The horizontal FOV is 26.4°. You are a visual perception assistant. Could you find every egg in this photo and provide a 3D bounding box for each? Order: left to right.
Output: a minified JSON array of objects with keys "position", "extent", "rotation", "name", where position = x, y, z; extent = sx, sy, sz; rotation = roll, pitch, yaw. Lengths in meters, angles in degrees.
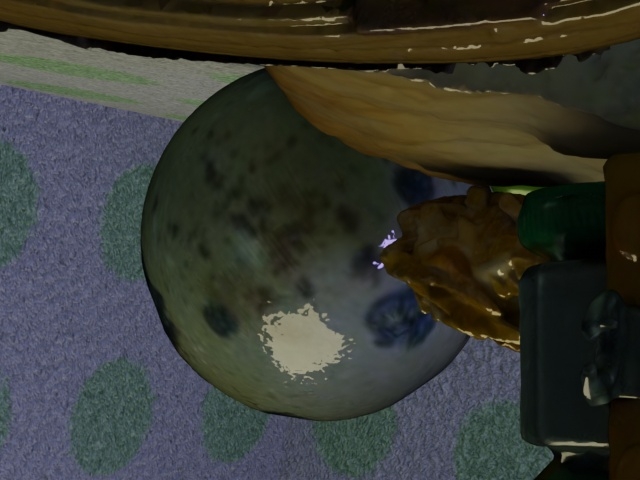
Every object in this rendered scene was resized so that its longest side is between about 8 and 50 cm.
[{"position":[0.000,0.000,1.300],"extent":[0.345,0.345,0.428],"rotation":[9,173,-2],"name":"egg"}]

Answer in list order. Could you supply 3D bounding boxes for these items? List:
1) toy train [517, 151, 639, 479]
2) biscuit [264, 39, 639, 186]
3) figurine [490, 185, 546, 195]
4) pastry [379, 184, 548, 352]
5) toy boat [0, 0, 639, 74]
[{"position":[0.244,0.059,0.680],"extent":[0.249,0.178,0.429],"rotation":[-4,172,30],"name":"toy train"},{"position":[0.176,-0.081,0.788],"extent":[0.429,0.104,0.446],"rotation":[10,179,3],"name":"biscuit"},{"position":[0.286,-0.066,1.238],"extent":[0.263,0.143,0.162],"rotation":[-8,-173,9],"name":"figurine"},{"position":[0.159,0.023,0.926],"extent":[0.154,0.102,0.250],"rotation":[13,-177,35],"name":"pastry"},{"position":[-0.027,-0.110,0.432],"extent":[0.321,0.089,0.121],"rotation":[9,170,22],"name":"toy boat"}]
